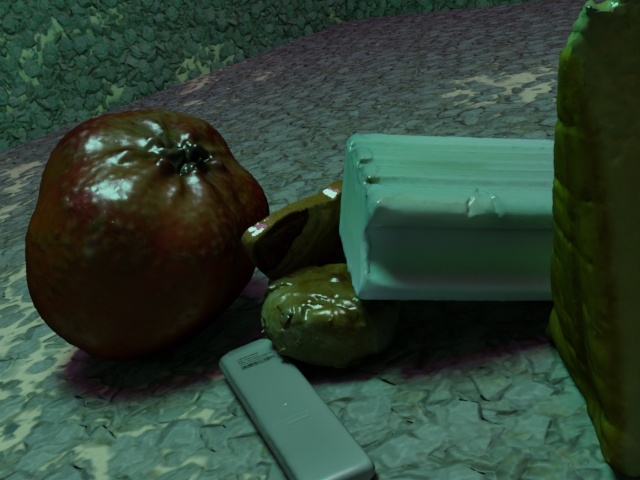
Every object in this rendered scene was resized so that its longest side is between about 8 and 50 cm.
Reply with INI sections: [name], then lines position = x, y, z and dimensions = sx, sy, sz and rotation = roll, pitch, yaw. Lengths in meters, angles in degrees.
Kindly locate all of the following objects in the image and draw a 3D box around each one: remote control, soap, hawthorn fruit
[remote control]
position = -0.031, 0.161, 0.762
dimensions = 0.067, 0.029, 0.261
rotation = -19, 24, -17
[soap]
position = 0.200, -0.028, 0.839
dimensions = 0.346, 0.115, 0.208
rotation = 1, 25, -6
[hawthorn fruit]
position = -0.220, 0.014, 0.961
dimensions = 0.287, 0.330, 0.287
rotation = 23, 35, -18

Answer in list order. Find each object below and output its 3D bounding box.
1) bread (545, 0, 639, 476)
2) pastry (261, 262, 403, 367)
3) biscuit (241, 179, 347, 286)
[bread]
position = 0.284, -0.039, 0.598
dimensions = 0.233, 0.362, 0.245
rotation = -12, 24, 7
[pastry]
position = 0.011, 0.075, 0.853
dimensions = 0.153, 0.081, 0.153
rotation = -7, 24, 3
[biscuit]
position = 0.000, 0.000, 0.950
dimensions = 0.043, 0.183, 0.280
rotation = 36, 15, 22
